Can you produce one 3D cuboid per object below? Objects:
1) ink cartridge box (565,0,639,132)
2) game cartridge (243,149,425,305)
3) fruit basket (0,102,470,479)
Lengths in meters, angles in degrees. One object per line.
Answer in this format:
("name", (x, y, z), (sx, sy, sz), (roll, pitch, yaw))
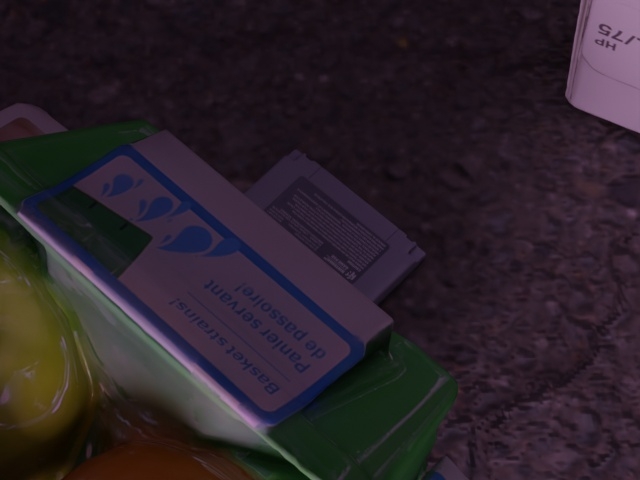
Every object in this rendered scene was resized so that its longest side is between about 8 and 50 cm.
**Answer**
("ink cartridge box", (0.261, -0.177, 0.878), (0.198, 0.197, 0.270), (23, 64, 12))
("game cartridge", (0.000, 0.000, 0.884), (0.083, 0.017, 0.056), (40, 65, 19))
("fruit basket", (-0.124, 0.099, 0.698), (0.327, 0.165, 0.353), (40, 40, 19))
